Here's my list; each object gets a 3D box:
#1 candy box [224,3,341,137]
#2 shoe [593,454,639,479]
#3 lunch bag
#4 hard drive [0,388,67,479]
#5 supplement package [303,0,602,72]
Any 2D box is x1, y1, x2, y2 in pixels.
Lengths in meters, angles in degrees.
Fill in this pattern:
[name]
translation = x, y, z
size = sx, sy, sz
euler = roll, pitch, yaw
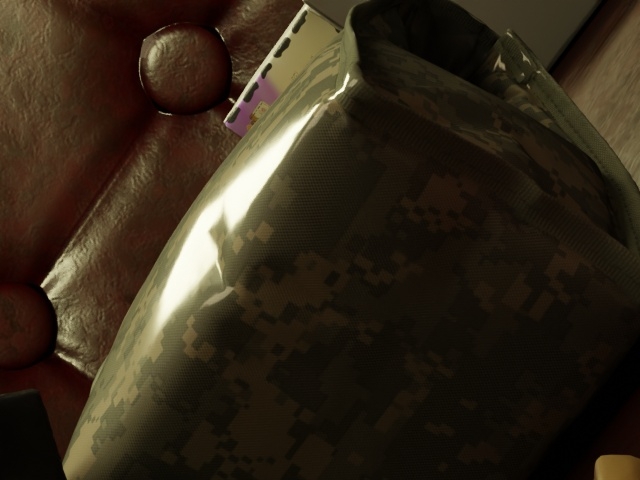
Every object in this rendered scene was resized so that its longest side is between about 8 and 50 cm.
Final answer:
[candy box]
translation = 0.031, -0.125, 1.577
size = 0.070, 0.165, 0.196
euler = -61, 8, -35
[shoe]
translation = 0.078, 0.102, 0.374
size = 0.219, 0.058, 0.076
euler = -61, -13, -78
[lunch bag]
translation = 0.013, 0.025, 0.786
size = 0.235, 0.169, 0.287
euler = -55, 10, 17
[hard drive]
translation = -0.144, 0.224, 0.713
size = 0.064, 0.237, 0.339
euler = -11, -18, -27
[supplement package]
translation = 0.144, -0.256, 1.300
size = 0.293, 0.175, 0.177
euler = -54, 6, 20
